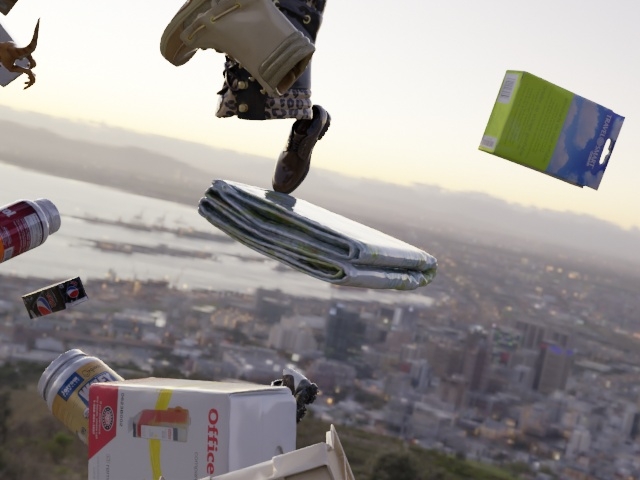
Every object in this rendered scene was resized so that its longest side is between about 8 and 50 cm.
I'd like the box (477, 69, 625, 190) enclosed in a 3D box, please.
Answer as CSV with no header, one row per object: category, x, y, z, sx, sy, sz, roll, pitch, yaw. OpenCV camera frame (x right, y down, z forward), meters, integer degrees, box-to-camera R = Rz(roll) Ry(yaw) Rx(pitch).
box,0.295,-0.138,1.142,0.178,0.109,0.042,16,7,-28

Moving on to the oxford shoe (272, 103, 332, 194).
oxford shoe,-0.057,-0.212,2.054,0.083,0.227,0.096,23,-2,16

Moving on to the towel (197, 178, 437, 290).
towel,0.000,0.000,1.566,0.320,0.090,0.374,25,8,25

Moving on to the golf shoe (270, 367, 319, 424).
golf shoe,-0.075,0.351,1.956,0.094,0.198,0.077,45,39,19

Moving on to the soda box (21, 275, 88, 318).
soda box,-0.548,0.119,1.849,0.060,0.053,0.169,-25,6,-42

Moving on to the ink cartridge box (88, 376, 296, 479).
ink cartridge box,-0.238,0.392,1.596,0.385,0.279,0.160,-5,-8,40

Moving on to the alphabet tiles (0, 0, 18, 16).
alphabet tiles,-0.637,-0.517,1.483,0.342,0.011,0.285,38,-32,-23

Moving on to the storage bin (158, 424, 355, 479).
storage bin,-0.070,0.417,1.278,0.262,0.260,0.123,-17,25,4

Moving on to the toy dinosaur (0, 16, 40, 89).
toy dinosaur,-0.495,-0.299,1.446,0.211,0.064,0.112,8,-22,32

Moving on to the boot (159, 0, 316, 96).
boot,-0.134,-0.302,1.426,0.262,0.203,0.095,-36,7,47

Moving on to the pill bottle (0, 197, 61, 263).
pill bottle,-0.510,-0.018,1.493,0.086,0.086,0.152,14,27,28

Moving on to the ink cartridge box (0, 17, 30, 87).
ink cartridge box,-0.606,-0.366,1.675,0.127,0.072,0.175,56,-6,-27

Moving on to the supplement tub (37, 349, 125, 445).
supplement tub,-0.459,0.327,1.823,0.200,0.144,0.144,34,12,19

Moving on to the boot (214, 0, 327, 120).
boot,-0.161,-0.357,1.588,0.377,0.284,0.138,-3,14,-28
